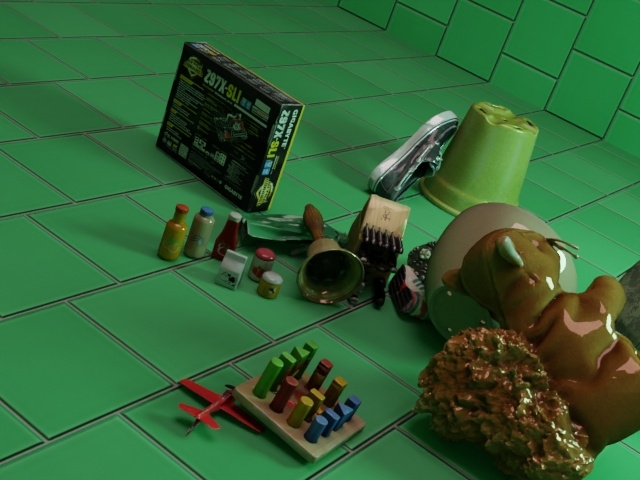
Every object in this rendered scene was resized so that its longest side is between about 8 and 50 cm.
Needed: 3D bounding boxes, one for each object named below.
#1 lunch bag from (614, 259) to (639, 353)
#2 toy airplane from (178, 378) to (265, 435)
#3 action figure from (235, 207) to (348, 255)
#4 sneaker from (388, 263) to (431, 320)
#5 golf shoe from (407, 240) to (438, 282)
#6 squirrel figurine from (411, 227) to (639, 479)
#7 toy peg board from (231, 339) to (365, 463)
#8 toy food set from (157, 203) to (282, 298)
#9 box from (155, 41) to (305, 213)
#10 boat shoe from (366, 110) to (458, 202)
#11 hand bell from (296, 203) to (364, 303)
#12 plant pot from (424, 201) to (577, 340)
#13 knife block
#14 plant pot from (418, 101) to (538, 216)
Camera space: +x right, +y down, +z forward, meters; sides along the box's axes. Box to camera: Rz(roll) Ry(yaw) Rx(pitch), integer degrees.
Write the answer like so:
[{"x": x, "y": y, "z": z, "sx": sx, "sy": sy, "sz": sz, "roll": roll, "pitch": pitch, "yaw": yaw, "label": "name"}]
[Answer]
[{"x": 0.665, "y": 0.170, "z": 1.971, "sx": 0.213, "sy": 0.256, "sz": 0.305, "roll": 20, "pitch": 35, "yaw": 1, "label": "lunch bag"}, {"x": -0.154, "y": 0.240, "z": 1.495, "sx": 0.151, "sy": 0.028, "sz": 0.151, "roll": 18, "pitch": 24, "yaw": -9, "label": "toy airplane"}, {"x": -0.051, "y": -0.013, "z": 2.075, "sx": 0.232, "sy": 0.063, "sz": 0.137, "roll": 8, "pitch": 25, "yaw": -18, "label": "action figure"}, {"x": 0.185, "y": 0.108, "z": 2.033, "sx": 0.075, "sy": 0.057, "sz": 0.161, "roll": 31, "pitch": 19, "yaw": -18, "label": "sneaker"}, {"x": 0.313, "y": 0.066, "z": 2.185, "sx": 0.273, "sy": 0.105, "sz": 0.120, "roll": 5, "pitch": -12, "yaw": -4, "label": "golf shoe"}, {"x": 0.336, "y": 0.172, "z": 1.641, "sx": 0.397, "sy": 0.281, "sz": 0.370, "roll": -36, "pitch": 90, "yaw": -29, "label": "squirrel figurine"}, {"x": -0.016, "y": 0.228, "z": 1.535, "sx": 0.161, "sy": 0.079, "sz": 0.161, "roll": 37, "pitch": 25, "yaw": 19, "label": "toy peg board"}, {"x": -0.166, "y": 0.010, "z": 1.881, "sx": 0.232, "sy": 0.104, "sz": 0.111, "roll": 22, "pitch": 24, "yaw": 4, "label": "toy food set"}, {"x": -0.202, "y": -0.244, "z": 2.208, "sx": 0.322, "sy": 0.257, "sz": 0.079, "roll": 35, "pitch": 27, "yaw": 31, "label": "box"}, {"x": 0.251, "y": -0.201, "z": 2.535, "sx": 0.102, "sy": 0.108, "sz": 0.301, "roll": 40, "pitch": 65, "yaw": 22, "label": "boat shoe"}, {"x": 0.000, "y": 0.000, "z": 1.978, "sx": 0.126, "sy": 0.126, "sz": 0.242, "roll": 12, "pitch": 31, "yaw": -18, "label": "hand bell"}, {"x": 0.303, "y": 0.095, "z": 1.905, "sx": 0.284, "sy": 0.284, "sz": 0.191, "roll": 31, "pitch": 41, "yaw": 22, "label": "plant pot"}, {"x": 0.097, "y": 0.045, "z": 2.073, "sx": 0.088, "sy": 0.242, "sz": 0.275, "roll": 20, "pitch": -21, "yaw": -5, "label": "knife block"}, {"x": 0.423, "y": -0.206, "z": 2.628, "sx": 0.276, "sy": 0.253, "sz": 0.276, "roll": 17, "pitch": 24, "yaw": -8, "label": "plant pot"}]
